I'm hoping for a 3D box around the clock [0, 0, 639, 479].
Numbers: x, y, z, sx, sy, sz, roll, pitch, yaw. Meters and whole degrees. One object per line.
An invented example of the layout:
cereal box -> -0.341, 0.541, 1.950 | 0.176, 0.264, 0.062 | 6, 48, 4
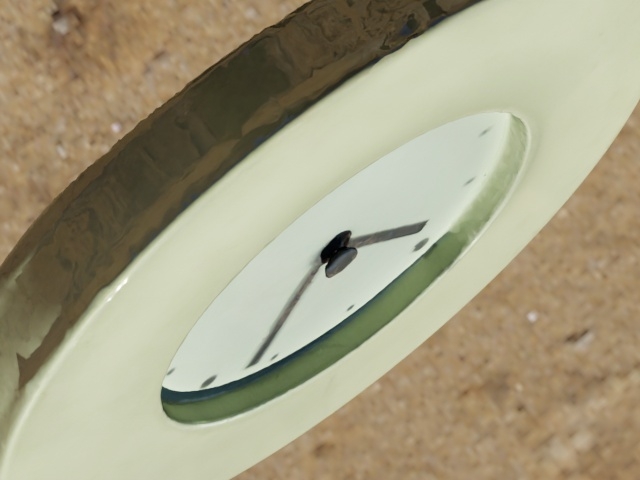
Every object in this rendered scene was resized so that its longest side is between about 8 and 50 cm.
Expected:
clock -> 0.000, 0.000, 0.528 | 0.235, 0.029, 0.235 | -35, 161, -14
